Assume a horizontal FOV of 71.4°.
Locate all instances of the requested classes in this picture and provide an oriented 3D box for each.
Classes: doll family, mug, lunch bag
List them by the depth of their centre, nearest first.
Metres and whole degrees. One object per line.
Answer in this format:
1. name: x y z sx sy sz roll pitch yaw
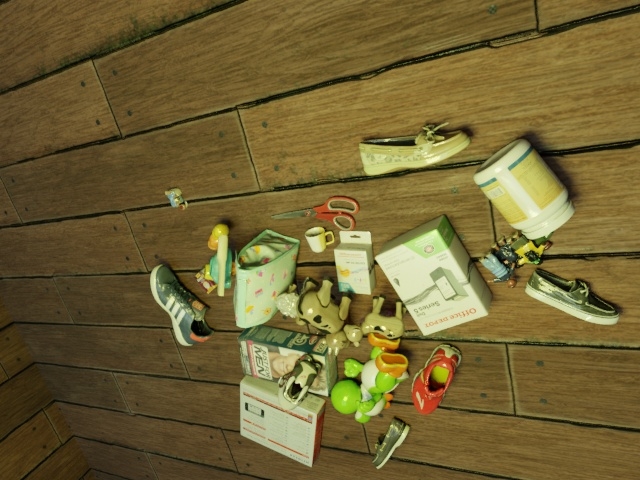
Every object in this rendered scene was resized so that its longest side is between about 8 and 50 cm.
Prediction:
1. doll family: 0.503 0.042 1.137 0.111 0.076 0.193 43 129 -3
2. mug: -0.004 0.002 1.374 0.078 0.062 0.064 3 122 32
3. lunch bag: -0.189 0.121 1.398 0.160 0.262 0.223 19 121 17

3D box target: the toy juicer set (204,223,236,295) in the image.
1. toy juicer set: -0.308 0.052 1.448 0.089 0.329 0.209 6 92 -21

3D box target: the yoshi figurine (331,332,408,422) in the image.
1. yoshi figurine: 0.139 0.465 1.456 0.203 0.203 0.362 35 128 27

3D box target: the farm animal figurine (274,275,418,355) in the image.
1. farm animal figurine: 0.057 0.236 1.297 0.327 0.172 0.330 32 149 -21

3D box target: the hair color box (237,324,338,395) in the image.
1. hair color box: -0.117 0.421 1.600 0.347 0.105 0.174 5 116 23

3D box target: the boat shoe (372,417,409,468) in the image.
1. boat shoe: 0.236 0.718 1.585 0.068 0.081 0.228 32 116 13

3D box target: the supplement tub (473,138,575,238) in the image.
1. supplement tub: 0.469 -0.117 1.030 0.144 0.144 0.200 -38 93 34

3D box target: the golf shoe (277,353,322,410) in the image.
1. golf shoe: -0.094 0.497 1.491 0.105 0.120 0.273 30 124 7

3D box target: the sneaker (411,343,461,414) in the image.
1. sneaker: 0.341 0.444 1.375 0.107 0.118 0.279 22 121 17

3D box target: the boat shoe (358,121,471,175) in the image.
1. boat shoe: 0.227 -0.234 1.119 0.285 0.104 0.089 -10 111 30

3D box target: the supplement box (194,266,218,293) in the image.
1. supplement box: -0.418 0.146 1.655 0.083 0.043 0.055 49 126 -1

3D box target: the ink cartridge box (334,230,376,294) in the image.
1. ink cartridge box: 0.104 0.066 1.348 0.104 0.061 0.181 2 113 25

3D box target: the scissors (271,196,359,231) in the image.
1. scissors: -0.023 -0.095 1.363 0.297 0.021 0.109 11 120 23

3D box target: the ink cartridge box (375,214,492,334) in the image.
1. ink cartridge box: 0.313 0.100 1.228 0.198 0.115 0.273 -29 99 33

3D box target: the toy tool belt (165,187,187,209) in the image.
1. toy tool belt: -0.509 -0.140 1.559 0.052 0.051 0.083 -16 105 31

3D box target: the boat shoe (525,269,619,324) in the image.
1. boat shoe: 0.633 0.139 1.112 0.219 0.078 0.070 21 122 18

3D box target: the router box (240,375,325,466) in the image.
1. router box: -0.158 0.703 1.767 0.335 0.082 0.301 16 119 19

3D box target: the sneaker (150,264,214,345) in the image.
1. sneaker: -0.515 0.240 1.708 0.148 0.131 0.350 -12 113 23
